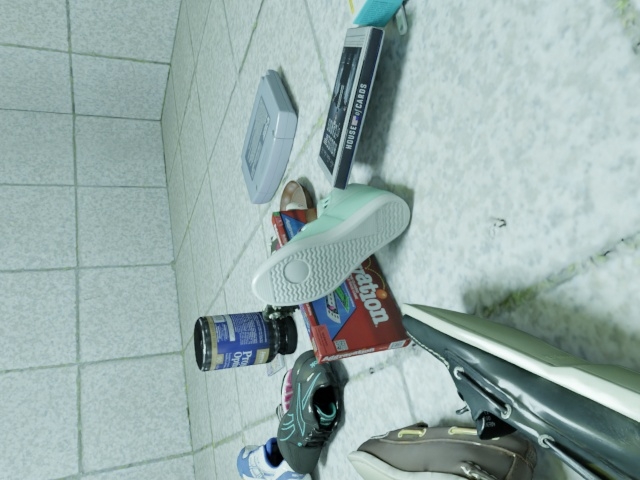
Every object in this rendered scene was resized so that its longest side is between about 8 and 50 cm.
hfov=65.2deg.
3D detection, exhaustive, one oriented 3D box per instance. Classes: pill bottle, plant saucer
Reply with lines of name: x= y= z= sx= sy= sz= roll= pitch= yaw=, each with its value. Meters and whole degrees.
pill bottle: x=-0.171 y=0.226 z=1.150 sx=0.123 sy=0.220 sz=0.122 roll=178 pitch=90 yaw=-66
plant saucer: x=-0.051 y=-0.049 z=1.103 sx=0.168 sy=0.029 sz=0.168 roll=180 pitch=90 yaw=-65

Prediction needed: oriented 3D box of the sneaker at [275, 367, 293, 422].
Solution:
sneaker: x=-0.068 y=0.366 z=1.120 sx=0.075 sy=0.063 sz=0.170 roll=6 pitch=102 yaw=59

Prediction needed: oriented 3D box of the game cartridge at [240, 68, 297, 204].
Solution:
game cartridge: x=-0.134 y=-0.241 z=1.246 sx=0.198 sy=0.062 sz=0.297 roll=65 pitch=147 yaw=33

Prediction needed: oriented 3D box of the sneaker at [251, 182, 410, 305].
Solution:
sneaker: x=0.001 y=0.000 z=0.781 sx=0.094 sy=0.256 sz=0.151 roll=62 pitch=172 yaw=-25

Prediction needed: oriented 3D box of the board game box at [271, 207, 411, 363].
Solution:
board game box: x=0.024 y=0.055 z=0.805 sx=0.027 sy=0.145 sz=0.281 roll=107 pitch=150 yaw=-46

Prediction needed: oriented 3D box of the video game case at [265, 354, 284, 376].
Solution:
video game case: x=-0.123 y=0.298 z=1.299 sx=0.122 sy=0.011 sz=0.087 roll=131 pitch=132 yaw=-56

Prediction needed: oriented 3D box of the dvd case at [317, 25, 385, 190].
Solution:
dvd case: x=0.043 y=-0.219 z=0.815 sx=0.179 sy=0.030 sz=0.238 roll=-110 pitch=32 yaw=-67

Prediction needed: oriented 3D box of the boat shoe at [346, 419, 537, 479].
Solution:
boat shoe: x=0.137 y=0.285 z=0.634 sx=0.116 sy=0.096 sz=0.324 roll=44 pitch=153 yaw=-2

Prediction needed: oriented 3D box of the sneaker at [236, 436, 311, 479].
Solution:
sneaker: x=-0.106 y=0.508 z=1.158 sx=0.297 sy=0.112 sz=0.130 roll=-4 pitch=93 yaw=55

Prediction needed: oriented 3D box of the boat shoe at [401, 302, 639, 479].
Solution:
boat shoe: x=0.188 y=0.147 z=0.480 sx=0.340 sy=0.127 sz=0.112 roll=17 pitch=95 yaw=54

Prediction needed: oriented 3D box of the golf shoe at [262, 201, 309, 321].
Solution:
golf shoe: x=-0.059 y=0.051 z=1.027 sx=0.120 sy=0.105 sz=0.272 roll=53 pitch=130 yaw=35

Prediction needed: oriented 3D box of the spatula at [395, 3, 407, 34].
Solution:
spatula: x=0.125 y=-0.437 z=0.710 sx=0.168 sy=0.019 sz=0.241 roll=143 pitch=122 yaw=-60

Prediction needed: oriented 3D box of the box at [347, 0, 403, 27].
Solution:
box: x=0.109 y=-0.408 z=0.663 sx=0.244 sy=0.060 sz=0.100 roll=-39 pitch=60 yaw=60

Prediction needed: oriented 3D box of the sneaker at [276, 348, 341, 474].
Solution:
sneaker: x=-0.020 y=0.351 z=0.973 sx=0.106 sy=0.101 sz=0.267 roll=32 pitch=120 yaw=59
